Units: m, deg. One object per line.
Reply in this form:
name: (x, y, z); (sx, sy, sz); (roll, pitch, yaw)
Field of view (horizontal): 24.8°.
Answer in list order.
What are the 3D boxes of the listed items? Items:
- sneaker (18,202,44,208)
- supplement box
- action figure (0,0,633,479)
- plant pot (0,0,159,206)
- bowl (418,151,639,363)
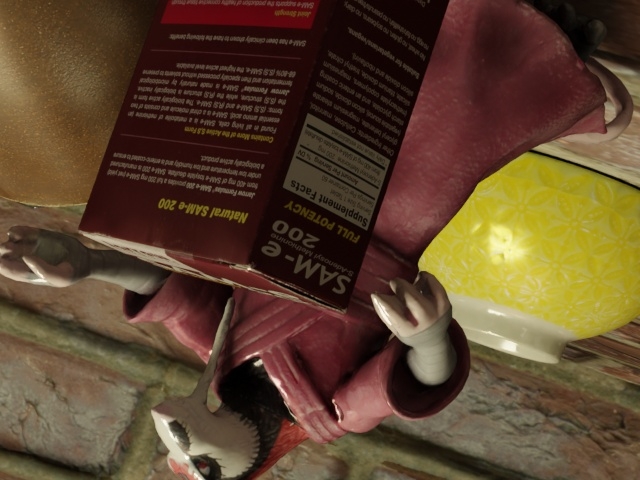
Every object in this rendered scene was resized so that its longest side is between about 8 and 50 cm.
sneaker: (-0.185, -0.088, 1.071); (0.283, 0.107, 0.124); (0, 123, 18)
supplement box: (-0.015, -0.096, 0.691); (0.130, 0.239, 0.073); (12, 169, 46)
action figure: (0.000, 0.000, 0.864); (0.248, 0.370, 0.275); (25, -178, 22)
plant pot: (-0.177, -0.165, 0.839); (0.215, 0.215, 0.230); (16, 161, 21)
bowl: (0.193, 0.025, 1.380); (0.289, 0.156, 0.289); (19, 172, 3)
